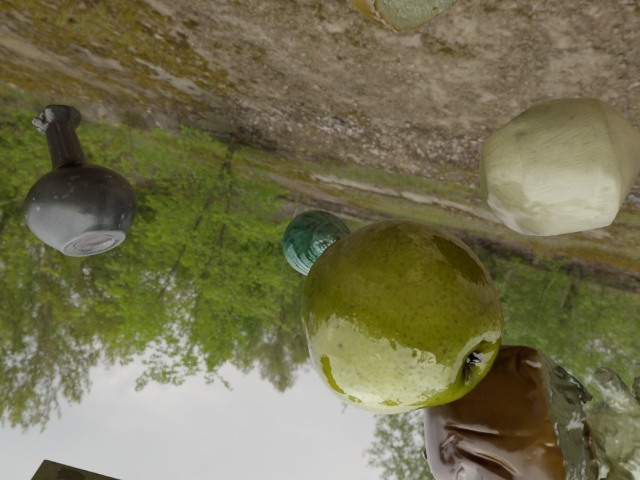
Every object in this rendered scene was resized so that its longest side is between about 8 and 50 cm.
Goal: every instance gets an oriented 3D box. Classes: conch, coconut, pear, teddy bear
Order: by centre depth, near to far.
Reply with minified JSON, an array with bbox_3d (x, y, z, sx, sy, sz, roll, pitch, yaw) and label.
[{"bbox_3d":[0.349,-0.107,0.651,0.224,0.225,0.224,16,-178,0],"label":"coconut"},{"bbox_3d":[0.112,0.108,0.653,0.294,0.295,0.294,16,-178,0],"label":"pear"},{"bbox_3d":[0.756,0.403,0.971,0.328,0.362,0.375,57,-155,19],"label":"teddy bear"},{"bbox_3d":[0.001,-0.001,1.098,0.202,0.196,0.134,36,153,51],"label":"conch"}]

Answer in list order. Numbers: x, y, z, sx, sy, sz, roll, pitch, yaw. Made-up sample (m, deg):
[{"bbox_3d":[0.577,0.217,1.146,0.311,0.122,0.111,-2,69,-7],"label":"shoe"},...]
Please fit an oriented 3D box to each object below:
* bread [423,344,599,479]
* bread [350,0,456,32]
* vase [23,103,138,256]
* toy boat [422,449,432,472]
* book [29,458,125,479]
[{"bbox_3d":[0.298,0.289,0.717,0.224,0.250,0.279,13,162,-22],"label":"bread"},{"bbox_3d":[0.120,-0.375,0.540,0.070,0.236,0.236,43,-166,26],"label":"bread"},{"bbox_3d":[-0.296,-0.077,0.534,0.120,0.183,0.120,-23,168,-5],"label":"vase"},{"bbox_3d":[0.324,0.615,1.213,0.096,0.034,0.122,23,151,34],"label":"toy boat"},{"bbox_3d":[-0.343,0.506,0.814,0.388,0.032,0.269,25,167,-17],"label":"book"}]
